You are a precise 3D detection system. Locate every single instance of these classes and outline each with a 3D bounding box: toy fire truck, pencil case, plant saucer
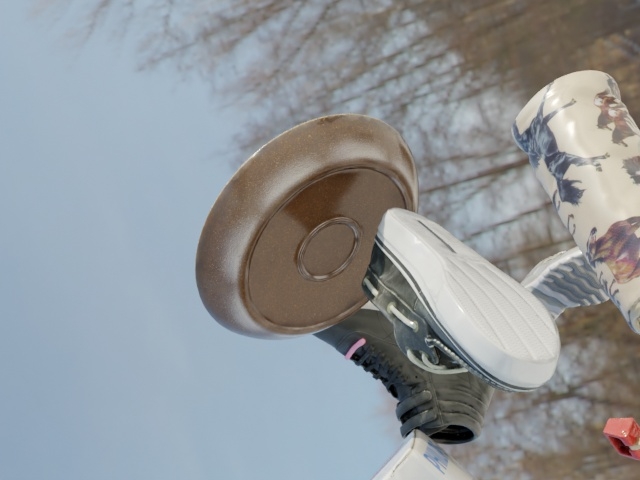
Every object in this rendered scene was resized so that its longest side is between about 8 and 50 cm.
[{"bbox_3d":[0.474,0.218,1.537,0.047,0.192,0.135,52,-124,-22],"label":"toy fire truck"},{"bbox_3d":[0.405,-0.058,1.588,0.410,0.183,0.160,-113,33,-41],"label":"pencil case"},{"bbox_3d":[0.000,0.000,1.402,0.050,0.310,0.310,46,177,42],"label":"plant saucer"}]

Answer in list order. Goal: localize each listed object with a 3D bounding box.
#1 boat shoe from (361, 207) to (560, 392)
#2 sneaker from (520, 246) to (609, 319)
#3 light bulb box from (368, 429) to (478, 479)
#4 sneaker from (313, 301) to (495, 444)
[{"bbox_3d":[0.137,0.081,1.229,0.335,0.121,0.119,-125,52,-62],"label":"boat shoe"},{"bbox_3d":[0.401,0.049,1.948,0.105,0.281,0.115,37,-128,-15],"label":"sneaker"},{"bbox_3d":[0.117,0.451,1.234,0.361,0.358,0.225,41,-179,8],"label":"light bulb box"},{"bbox_3d":[0.101,0.175,1.557,0.295,0.104,0.147,20,-125,-13],"label":"sneaker"}]
